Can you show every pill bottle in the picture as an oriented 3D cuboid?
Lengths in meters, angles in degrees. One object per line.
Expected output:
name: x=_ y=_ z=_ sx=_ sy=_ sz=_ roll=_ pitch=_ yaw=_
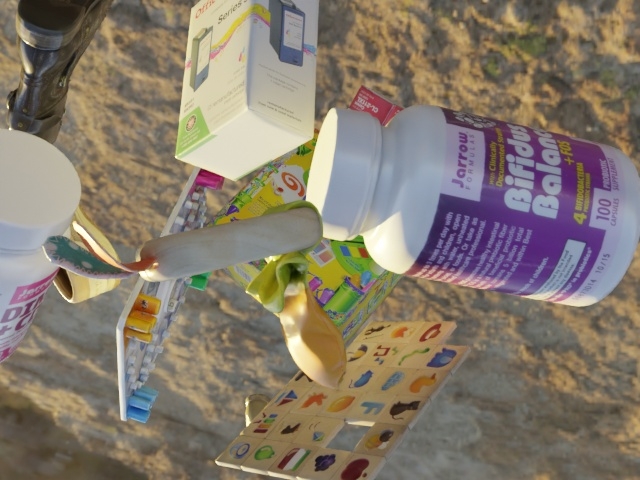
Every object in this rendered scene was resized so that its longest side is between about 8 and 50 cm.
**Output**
pill bottle: x=-0.380 y=0.016 z=0.967 sx=0.160 sy=0.160 sz=0.283 roll=25 pitch=133 yaw=-16
pill bottle: x=0.144 y=-0.040 z=0.844 sx=0.301 sy=0.169 sz=0.169 roll=10 pitch=144 yaw=-11

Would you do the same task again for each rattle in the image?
rattle: x=-0.073 y=0.047 z=0.548 sx=0.130 sy=0.199 sz=0.143 roll=6 pitch=101 yaw=24

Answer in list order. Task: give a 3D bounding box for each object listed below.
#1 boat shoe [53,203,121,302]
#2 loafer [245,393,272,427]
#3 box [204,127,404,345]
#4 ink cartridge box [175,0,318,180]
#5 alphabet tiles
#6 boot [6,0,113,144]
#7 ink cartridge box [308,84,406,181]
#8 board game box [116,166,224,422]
boat shoe: x=-0.490 y=-0.039 z=1.506 sx=0.341 sy=0.110 sz=0.122 roll=48 pitch=133 yaw=14
loafer: x=-0.089 y=0.300 z=1.311 sx=0.056 sy=0.050 sz=0.148 roll=-5 pitch=127 yaw=15
box: x=0.000 y=0.000 z=1.524 sx=0.290 sy=0.279 sz=0.177 roll=38 pitch=161 yaw=16
ink cartridge box: x=-0.083 y=-0.199 z=0.976 sx=0.093 sy=0.213 sz=0.154 roll=20 pitch=153 yaw=-35
alphabet tiles: x=0.033 y=0.153 z=0.853 sx=0.198 sy=0.237 sz=0.009 roll=-5 pitch=118 yaw=45
boot: x=-0.333 y=-0.228 z=1.073 sx=0.091 sy=0.263 sz=0.229 roll=24 pitch=131 yaw=-4
ink cartridge box: x=0.074 y=-0.142 z=1.354 sx=0.072 sy=0.175 sz=0.127 roll=36 pitch=-167 yaw=26
board game box: x=-0.269 y=0.094 z=1.565 sx=0.050 sy=0.390 sz=0.390 roll=19 pitch=144 yaw=2
